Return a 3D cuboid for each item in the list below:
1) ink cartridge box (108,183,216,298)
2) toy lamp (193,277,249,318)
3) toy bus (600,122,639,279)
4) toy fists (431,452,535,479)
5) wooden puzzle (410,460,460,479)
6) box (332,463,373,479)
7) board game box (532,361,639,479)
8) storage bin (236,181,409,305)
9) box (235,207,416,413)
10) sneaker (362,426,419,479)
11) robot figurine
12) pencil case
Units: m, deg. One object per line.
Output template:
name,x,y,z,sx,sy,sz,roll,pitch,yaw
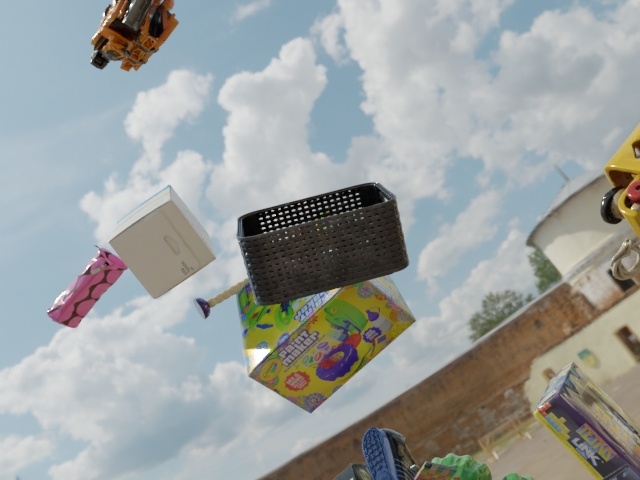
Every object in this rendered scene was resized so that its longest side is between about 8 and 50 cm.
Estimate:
ink cartridge box,-0.368,-0.003,1.390,0.168,0.171,0.233,-36,18,-4
toy lamp,-0.254,0.147,1.829,0.275,0.080,0.080,-30,-22,-24
toy bus,0.378,-0.070,0.672,0.202,0.104,0.190,-7,-73,-20
toy fists,0.355,0.529,1.223,0.142,0.279,0.096,-32,-48,-65
wooden puzzle,0.174,0.353,0.894,0.083,0.006,0.049,14,-52,-7
box,0.112,0.600,1.402,0.180,0.077,0.147,15,-53,-32
board game box,0.356,0.245,0.742,0.048,0.170,0.141,-51,-18,22
storage bin,0.000,0.000,0.693,0.180,0.084,0.122,-14,16,-3
box,-0.006,0.136,1.221,0.290,0.279,0.177,-44,-61,13
sneaker,0.145,0.453,1.077,0.091,0.232,0.081,20,-47,-32
robot figurine,-0.240,-0.372,0.859,0.085,0.290,0.211,27,-24,-31
pencil case,-0.554,0.114,1.404,0.209,0.095,0.098,-51,18,1
